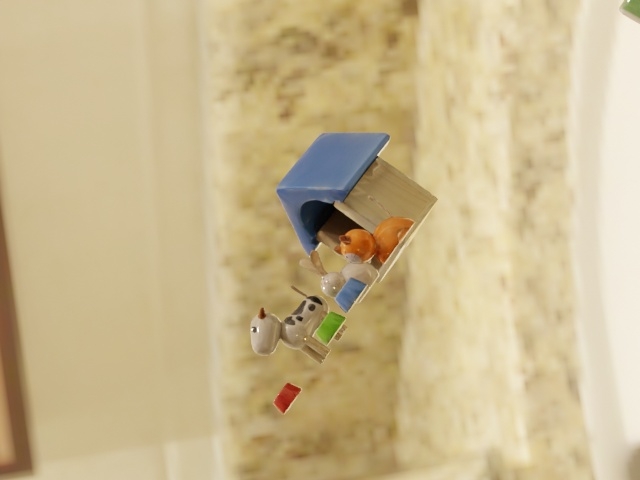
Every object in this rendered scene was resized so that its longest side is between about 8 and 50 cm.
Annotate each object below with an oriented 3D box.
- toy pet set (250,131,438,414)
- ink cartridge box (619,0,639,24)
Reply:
[{"bbox_3d":[0.000,0.000,0.908,0.114,0.065,0.122,-52,-4,-34],"label":"toy pet set"},{"bbox_3d":[0.184,-0.062,0.680,0.056,0.171,0.235,-63,-19,13],"label":"ink cartridge box"}]
